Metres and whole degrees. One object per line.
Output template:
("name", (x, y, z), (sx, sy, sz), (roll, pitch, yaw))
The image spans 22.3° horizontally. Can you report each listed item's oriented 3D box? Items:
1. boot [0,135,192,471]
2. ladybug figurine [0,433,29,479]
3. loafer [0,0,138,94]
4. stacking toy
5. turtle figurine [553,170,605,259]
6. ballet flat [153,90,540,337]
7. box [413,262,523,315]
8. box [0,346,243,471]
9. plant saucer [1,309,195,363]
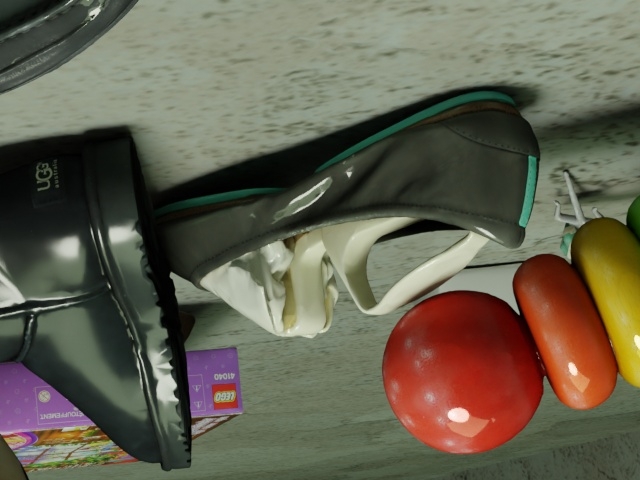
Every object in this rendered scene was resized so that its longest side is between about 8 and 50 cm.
("boot", (-0.184, 0.049, 0.892), (0.207, 0.094, 0.246), (-8, 138, 1))
("ladybug figurine", (-0.342, 0.154, 0.891), (0.305, 0.162, 0.449), (13, -175, 41))
("loafer", (-0.158, -0.078, 0.527), (0.223, 0.076, 0.078), (-10, 175, 24))
("stacking toy", (0.190, 0.026, 0.884), (0.330, 0.141, 0.141), (-22, 165, 4))
("turtle figurine", (0.242, 0.005, 1.051), (0.175, 0.118, 0.234), (-16, 170, 32))
("ballet flat", (0.000, 0.000, 0.908), (0.280, 0.096, 0.095), (-19, 164, 41))
("box", (0.136, 0.072, 1.313), (0.102, 0.087, 0.101), (-6, 167, -10))
("box", (-0.199, 0.146, 1.342), (0.201, 0.057, 0.293), (-2, 167, -19))
("plant saucer", (-0.198, 0.092, 1.321), (0.199, 0.036, 0.198), (-8, 167, -2))
